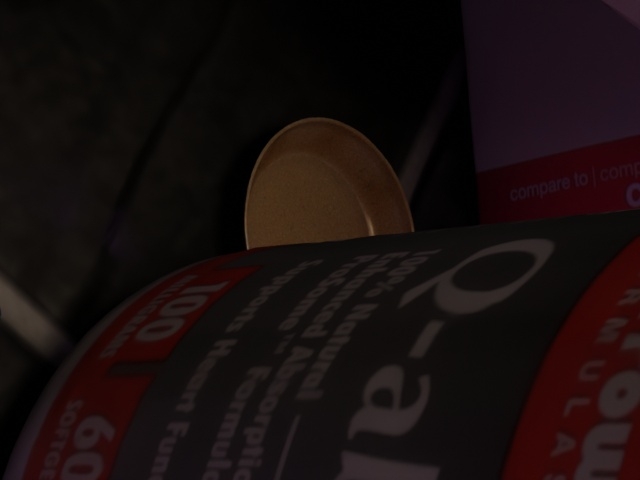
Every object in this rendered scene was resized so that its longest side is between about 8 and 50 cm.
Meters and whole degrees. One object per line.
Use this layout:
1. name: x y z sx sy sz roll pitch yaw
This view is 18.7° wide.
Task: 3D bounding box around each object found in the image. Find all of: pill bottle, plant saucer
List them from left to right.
1. plant saucer: 0.000 0.000 0.666 0.083 0.015 0.083 12 73 -43
2. pill bottle: 0.096 0.094 0.481 0.210 0.363 0.210 6 81 -42

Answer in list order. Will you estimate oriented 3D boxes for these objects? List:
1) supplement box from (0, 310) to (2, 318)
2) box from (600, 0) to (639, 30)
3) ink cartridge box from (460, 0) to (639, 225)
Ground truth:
1. supplement box: -0.138 0.003 0.473 0.083 0.083 0.056 -10 89 -46
2. box: 0.202 -0.085 0.652 0.275 0.094 0.113 29 63 -35
3. ink cartridge box: 0.170 -0.110 0.782 0.226 0.131 0.306 2 82 -44
